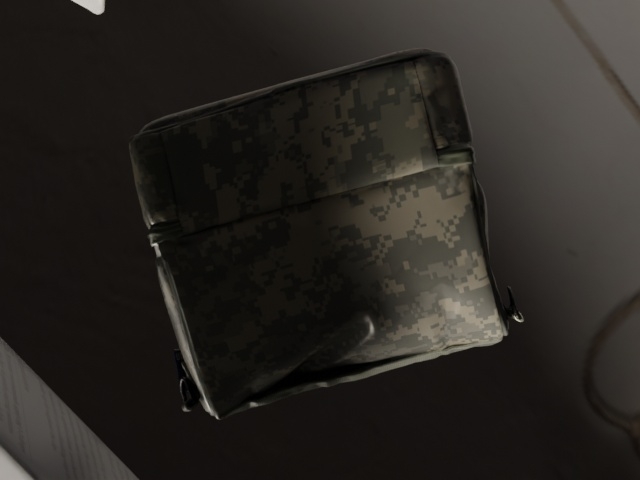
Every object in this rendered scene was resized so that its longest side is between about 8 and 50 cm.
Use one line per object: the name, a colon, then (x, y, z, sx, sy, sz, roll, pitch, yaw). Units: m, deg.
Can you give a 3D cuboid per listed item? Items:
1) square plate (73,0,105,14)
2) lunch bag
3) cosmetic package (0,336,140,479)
square plate: (-0.225, -0.361, 1.105, 0.049, 0.344, 0.347, -22, 144, -27)
lunch bag: (0.000, 0.000, 1.561, 0.305, 0.212, 0.256, -14, 85, 0)
cosmetic package: (-0.215, 0.248, 1.389, 0.161, 0.230, 0.453, -39, 114, 3)
